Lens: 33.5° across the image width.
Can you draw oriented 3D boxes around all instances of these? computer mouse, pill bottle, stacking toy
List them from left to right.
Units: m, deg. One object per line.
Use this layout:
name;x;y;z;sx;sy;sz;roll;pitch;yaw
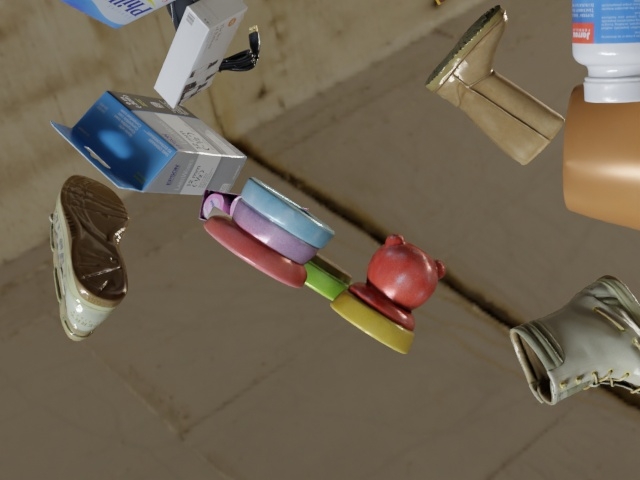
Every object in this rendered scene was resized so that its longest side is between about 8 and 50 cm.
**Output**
computer mouse;-0.223;-0.460;2.225;0.184;0.060;0.262;-7;-117;-11
stacking toy;0.000;0.000;1.436;0.130;0.309;0.279;-57;-159;3
pill bottle;0.394;-0.296;1.401;0.124;0.221;0.124;-3;-169;1

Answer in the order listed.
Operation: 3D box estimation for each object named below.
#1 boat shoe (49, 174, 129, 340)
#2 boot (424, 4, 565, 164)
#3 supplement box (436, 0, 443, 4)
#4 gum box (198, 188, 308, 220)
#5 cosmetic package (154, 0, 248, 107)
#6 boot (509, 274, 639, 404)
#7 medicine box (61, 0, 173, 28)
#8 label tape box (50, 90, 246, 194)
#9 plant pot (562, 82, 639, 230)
boat shoe;-0.319;0.012;1.424;0.104;0.089;0.285;23;-152;-24
boot;0.377;-0.308;2.117;0.236;0.269;0.089;-46;-166;38
supplement box;0.306;-0.604;2.172;0.191;0.129;0.194;-32;-177;-5
gum box;-0.123;-0.049;2.002;0.188;0.062;0.107;11;179;41
cosmetic package;-0.212;-0.335;1.866;0.060;0.239;0.099;46;-124;5
boot;0.337;0.162;1.256;0.165;0.077;0.213;-25;-108;-22
medicine box;-0.362;-0.565;2.084;0.289;0.149;0.263;-24;172;13
label tape box;-0.361;-0.210;2.271;0.249;0.115;0.347;40;-161;27
plant pot;0.491;-0.140;1.647;0.203;0.291;0.291;4;-143;20
